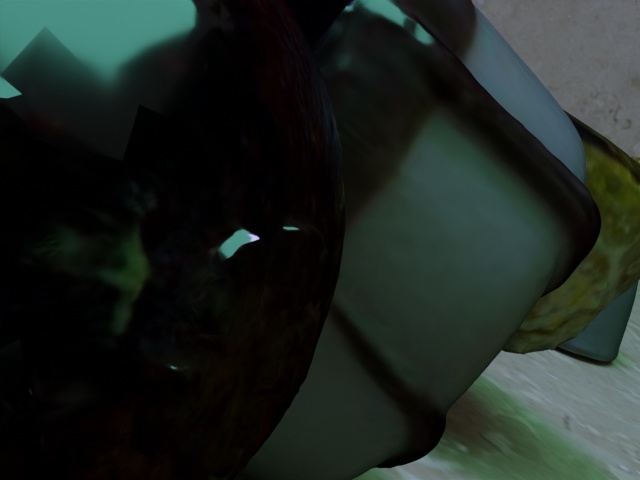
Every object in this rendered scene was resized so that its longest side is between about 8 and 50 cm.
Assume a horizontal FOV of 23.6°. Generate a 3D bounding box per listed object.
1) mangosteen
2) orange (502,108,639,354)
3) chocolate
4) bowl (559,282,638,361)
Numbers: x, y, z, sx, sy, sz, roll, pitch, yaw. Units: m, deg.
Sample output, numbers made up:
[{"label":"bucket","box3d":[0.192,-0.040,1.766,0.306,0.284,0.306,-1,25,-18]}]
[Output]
[{"label":"mangosteen","box3d":[-0.136,-0.010,0.478,0.289,0.231,0.231,13,6,18]},{"label":"orange","box3d":[0.030,-0.043,0.987,0.368,0.210,0.271,34,-11,11]},{"label":"chocolate","box3d":[0.000,0.000,0.719,0.186,0.283,0.283,43,7,-18]},{"label":"bowl","box3d":[0.200,-0.019,1.494,0.289,0.146,0.289,30,11,-6]}]
